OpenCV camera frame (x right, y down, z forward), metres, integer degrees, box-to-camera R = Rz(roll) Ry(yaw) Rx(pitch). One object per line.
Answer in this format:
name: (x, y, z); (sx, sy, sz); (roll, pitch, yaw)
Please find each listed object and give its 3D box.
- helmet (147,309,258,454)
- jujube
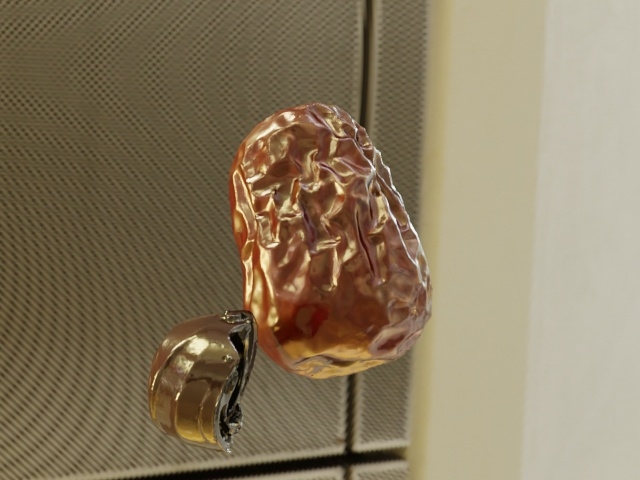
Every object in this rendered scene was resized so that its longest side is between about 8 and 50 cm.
helmet: (-0.089, 0.099, 0.953); (0.070, 0.123, 0.098); (8, -68, 2)
jujube: (0.000, 0.000, 1.066); (0.155, 0.155, 0.230); (-9, -112, -27)
